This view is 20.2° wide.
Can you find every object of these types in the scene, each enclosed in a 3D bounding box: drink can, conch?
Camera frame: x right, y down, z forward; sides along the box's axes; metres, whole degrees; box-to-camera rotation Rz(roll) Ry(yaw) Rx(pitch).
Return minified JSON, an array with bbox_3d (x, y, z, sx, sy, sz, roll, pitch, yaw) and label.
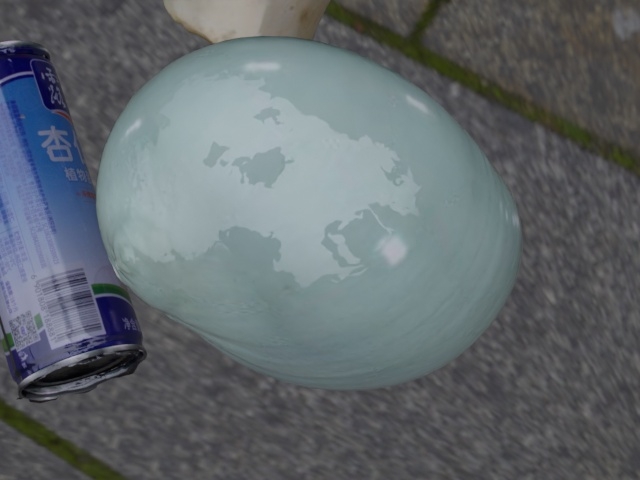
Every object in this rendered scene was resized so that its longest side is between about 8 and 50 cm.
[{"bbox_3d":[-0.197,-0.013,1.240,0.097,0.097,0.235,-23,76,8],"label":"drink can"},{"bbox_3d":[-0.002,0.004,0.823,0.185,0.221,0.121,-27,42,45],"label":"conch"}]

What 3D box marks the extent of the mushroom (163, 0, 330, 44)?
[{"bbox_3d":[0.014,-0.246,1.193,0.293,0.292,0.290,29,119,18],"label":"mushroom"}]
